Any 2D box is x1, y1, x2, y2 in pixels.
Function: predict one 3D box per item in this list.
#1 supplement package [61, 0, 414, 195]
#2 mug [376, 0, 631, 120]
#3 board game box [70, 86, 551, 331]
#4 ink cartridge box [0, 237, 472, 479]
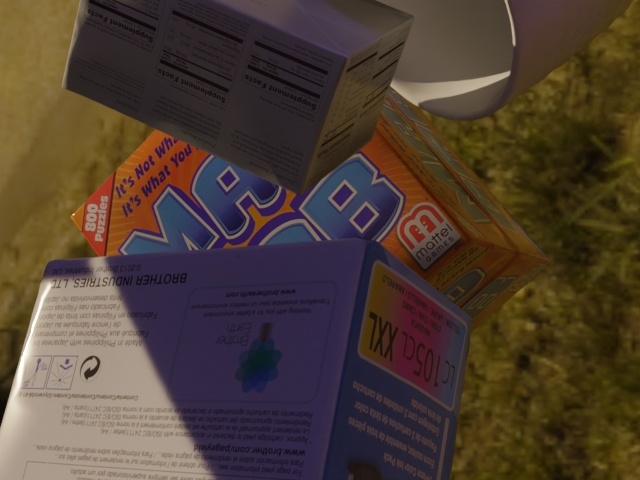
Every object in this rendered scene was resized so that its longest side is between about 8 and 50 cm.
[{"bbox_3d":[-0.076,-0.183,1.219,0.204,0.262,0.145,-42,-26,-61],"label":"supplement package"},{"bbox_3d":[0.174,-0.357,1.252,0.374,0.328,0.276,54,156,-1],"label":"mug"},{"bbox_3d":[0.000,0.000,1.542,0.356,0.356,0.356,-44,71,15],"label":"board game box"},{"bbox_3d":[-0.079,0.210,0.751,0.270,0.151,0.395,-4,63,36],"label":"ink cartridge box"}]
